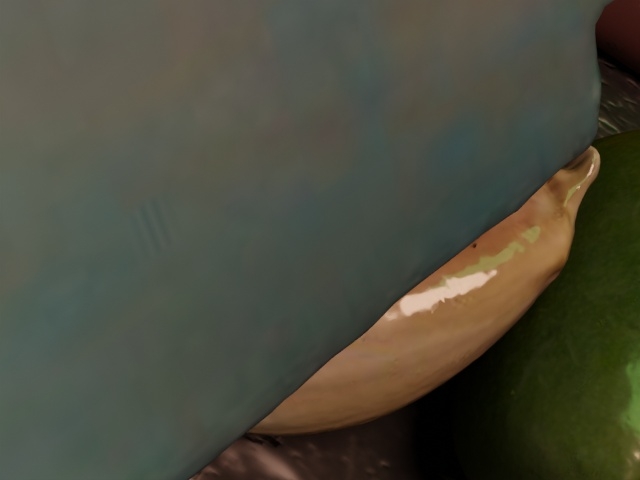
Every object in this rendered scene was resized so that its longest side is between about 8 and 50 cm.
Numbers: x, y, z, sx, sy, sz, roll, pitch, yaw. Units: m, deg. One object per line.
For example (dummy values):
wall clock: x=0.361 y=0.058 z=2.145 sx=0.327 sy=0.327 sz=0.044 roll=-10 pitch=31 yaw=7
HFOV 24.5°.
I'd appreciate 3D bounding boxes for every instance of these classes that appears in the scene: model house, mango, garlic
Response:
model house: x=-0.117 y=-0.131 z=0.532 sx=0.360 sy=0.297 sz=0.339 roll=-39 pitch=41 yaw=-27
mango: x=0.132 y=0.044 z=0.671 sx=0.114 sy=0.156 sz=0.251 roll=44 pitch=40 yaw=-19
garlic: x=0.000 y=0.000 z=0.647 sx=0.228 sy=0.110 sz=0.217 roll=12 pitch=42 yaw=23

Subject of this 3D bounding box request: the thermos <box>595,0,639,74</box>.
thermos: x=0.271 y=-0.168 z=1.038 sx=0.330 sy=0.136 sz=0.109 roll=33 pitch=12 yaw=1
